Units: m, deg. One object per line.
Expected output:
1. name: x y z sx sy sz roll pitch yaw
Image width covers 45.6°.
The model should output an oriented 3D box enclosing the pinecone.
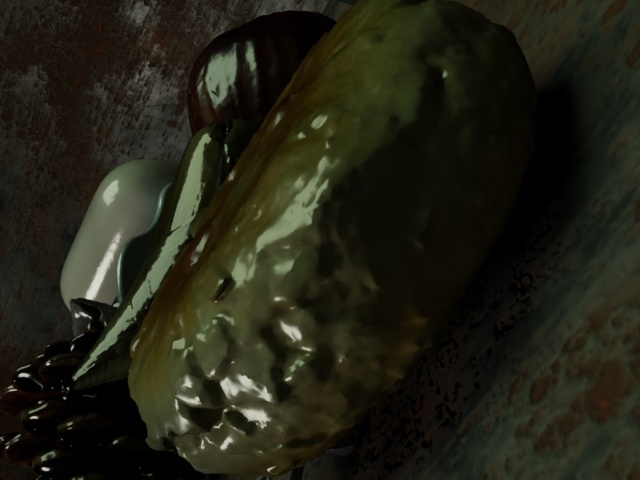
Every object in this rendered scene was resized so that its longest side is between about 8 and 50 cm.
1. pinecone: -0.223 0.221 0.818 0.244 0.244 0.309 -54 32 42

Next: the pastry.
1. pastry: 0.000 0.000 0.469 0.330 0.136 0.330 -54 13 19

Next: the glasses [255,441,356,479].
1. glasses: -0.028 0.154 0.474 0.104 0.062 0.140 -66 12 -17

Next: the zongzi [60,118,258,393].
1. zongzi: -0.147 0.012 0.725 0.112 0.242 0.221 153 103 -81

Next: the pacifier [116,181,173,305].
1. pacifier: -0.136 0.044 1.007 0.225 0.238 0.287 -17 28 32

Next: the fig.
1. fig: -0.034 -0.080 0.841 0.217 0.216 0.321 142 125 -66

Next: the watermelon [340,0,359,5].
1. watermelon: 0.111 -0.381 0.902 0.302 0.151 0.264 -36 21 30

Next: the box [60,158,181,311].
1. box: -0.241 0.001 1.249 0.349 0.141 0.289 -5 -47 -54

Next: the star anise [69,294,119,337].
1. star anise: -0.265 0.195 1.083 0.117 0.332 0.332 8 65 32
